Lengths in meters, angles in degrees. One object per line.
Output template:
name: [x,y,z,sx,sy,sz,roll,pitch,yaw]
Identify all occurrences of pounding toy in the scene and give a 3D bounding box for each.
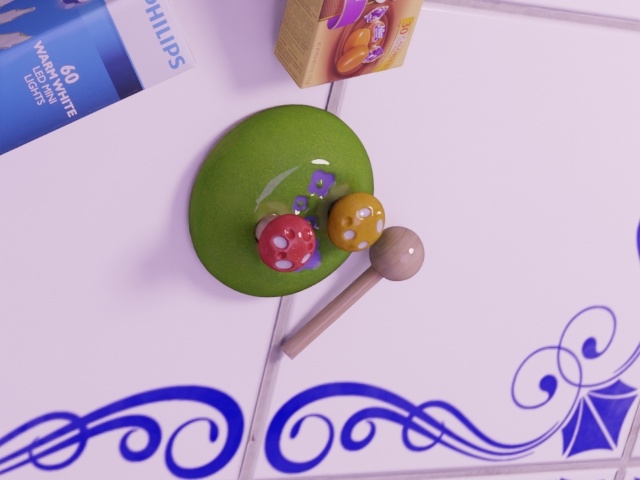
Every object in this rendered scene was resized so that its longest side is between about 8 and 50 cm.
pounding toy: [0.000,0.000,1.364,0.183,0.110,0.237,-42,127,-8]

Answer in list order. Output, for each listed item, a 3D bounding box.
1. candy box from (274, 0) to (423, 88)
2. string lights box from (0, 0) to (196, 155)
candy box: [0.035,-0.219,1.273,0.109,0.053,0.186,-15,145,-29]
string lights box: [-0.232,-0.126,1.116,0.260,0.133,0.076,-26,123,-4]
